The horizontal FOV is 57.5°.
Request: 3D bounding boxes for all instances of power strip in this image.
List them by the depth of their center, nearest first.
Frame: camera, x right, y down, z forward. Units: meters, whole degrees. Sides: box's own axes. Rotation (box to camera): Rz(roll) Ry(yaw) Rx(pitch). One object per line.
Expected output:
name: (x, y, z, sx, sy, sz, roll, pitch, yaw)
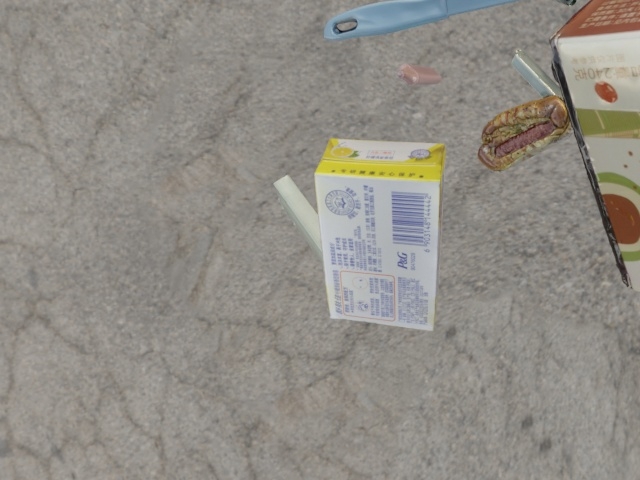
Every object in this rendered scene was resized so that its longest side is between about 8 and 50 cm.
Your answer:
power strip: (0.000, 0.000, 1.254, 0.043, 0.106, 0.367, -31, 62, -9)
power strip: (0.545, -0.354, 1.381, 0.252, 0.060, 0.027, 50, 134, 10)

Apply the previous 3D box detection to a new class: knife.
knife: (0.135, -0.245, 0.585, 0.313, 0.019, 0.044, 0, 109, 32)

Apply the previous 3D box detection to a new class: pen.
pen: (0.214, -0.364, 1.289, 0.053, 0.197, 0.032, 48, 122, 15)

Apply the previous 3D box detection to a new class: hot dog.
hot dog: (0.444, -0.234, 1.271, 0.253, 0.069, 0.131, -21, 75, 57)

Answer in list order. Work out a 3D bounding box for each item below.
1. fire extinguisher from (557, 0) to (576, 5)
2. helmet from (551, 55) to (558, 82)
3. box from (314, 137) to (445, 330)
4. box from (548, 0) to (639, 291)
fire extinguisher: (0.570, -0.564, 1.356, 0.038, 0.083, 0.025, -10, 118, 3)
helmet: (0.594, -0.427, 1.361, 0.098, 0.070, 0.123, 6, 71, 16)
box: (0.089, -0.005, 0.824, 0.168, 0.097, 0.265, 4, 128, 16)
box: (0.439, -0.068, 0.508, 0.385, 0.122, 0.344, 19, 147, 55)
